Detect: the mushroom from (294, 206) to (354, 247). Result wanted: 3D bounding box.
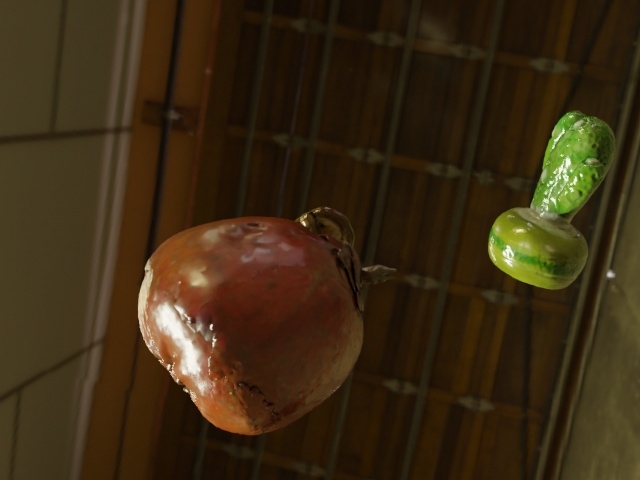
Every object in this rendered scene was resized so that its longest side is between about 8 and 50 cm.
[{"bbox_3d":[0.000,0.000,1.635,0.087,0.127,0.127,-41,-39,-75],"label":"mushroom"}]

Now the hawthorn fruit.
[{"bbox_3d":[-0.052,0.086,1.080,0.276,0.307,0.276,56,160,32],"label":"hawthorn fruit"}]

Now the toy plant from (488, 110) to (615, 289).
[{"bbox_3d":[0.440,-0.081,1.660,0.224,0.184,0.316,-89,16,-71],"label":"toy plant"}]
